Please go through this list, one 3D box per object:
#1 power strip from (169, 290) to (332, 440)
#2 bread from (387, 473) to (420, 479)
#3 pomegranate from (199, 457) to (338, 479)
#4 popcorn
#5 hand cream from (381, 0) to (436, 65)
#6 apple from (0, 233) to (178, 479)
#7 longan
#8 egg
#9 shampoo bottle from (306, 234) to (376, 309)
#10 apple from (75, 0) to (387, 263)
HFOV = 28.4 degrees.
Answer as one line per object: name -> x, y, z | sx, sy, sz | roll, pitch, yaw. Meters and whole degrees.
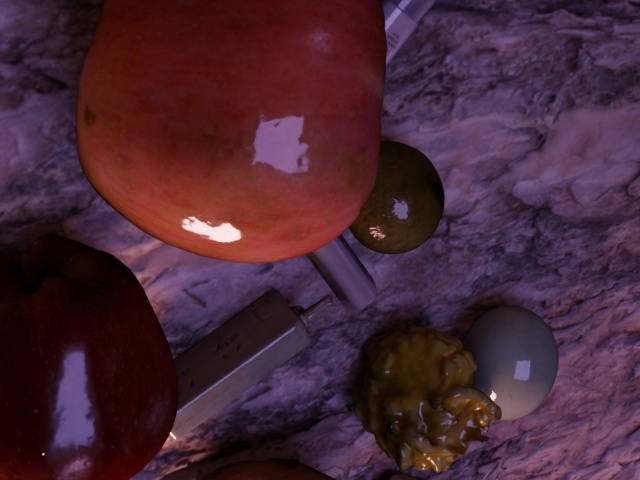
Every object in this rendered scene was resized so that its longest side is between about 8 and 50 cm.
power strip -> -0.107, 0.153, 1.714 | 0.288, 0.093, 0.053 | -37, 129, -4
bread -> 0.135, 0.470, 2.041 | 0.148, 0.134, 0.141 | 14, 113, -50
pomegranate -> -0.066, 0.451, 1.804 | 0.322, 0.322, 0.322 | -15, 127, -21
popcorn -> 0.149, 0.235, 1.853 | 0.170, 0.189, 0.218 | -8, 125, -28
hand cream -> 0.077, -0.259, 1.573 | 0.079, 0.048, 0.255 | 30, 104, -41
apple -> -0.313, 0.163, 1.487 | 0.288, 0.288, 0.316 | -13, 116, -23
longan -> 0.079, -0.055, 1.660 | 0.176, 0.145, 0.154 | -7, 107, 22
egg -> 0.286, 0.188, 1.927 | 0.149, 0.149, 0.192 | -16, 129, -20
shampoo bottle -> 0.000, 0.000, 1.677 | 0.056, 0.086, 0.227 | -39, 132, -4
apple -> -0.094, -0.151, 1.352 | 0.364, 0.364, 0.363 | -15, 127, -21
